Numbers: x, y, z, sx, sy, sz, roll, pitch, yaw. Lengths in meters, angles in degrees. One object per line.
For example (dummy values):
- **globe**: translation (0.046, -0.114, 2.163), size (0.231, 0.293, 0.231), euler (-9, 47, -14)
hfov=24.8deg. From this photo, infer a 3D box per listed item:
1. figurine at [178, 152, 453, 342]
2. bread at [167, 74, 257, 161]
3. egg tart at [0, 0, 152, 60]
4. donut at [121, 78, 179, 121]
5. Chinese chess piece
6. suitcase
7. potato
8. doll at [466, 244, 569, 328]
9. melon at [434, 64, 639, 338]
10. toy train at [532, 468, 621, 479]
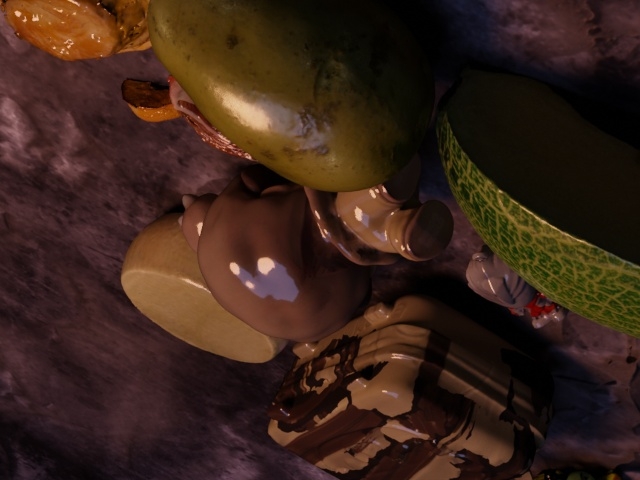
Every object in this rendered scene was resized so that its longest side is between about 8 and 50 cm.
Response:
- **figurine**: translation (0.001, -0.001, 1.687), size (0.248, 0.203, 0.381), euler (36, 147, -22)
- **bread**: translation (-0.092, -0.166, 1.643), size (0.160, 0.073, 0.160), euler (20, 151, 12)
- **egg tart**: translation (-0.266, -0.270, 1.587), size (0.241, 0.106, 0.241), euler (12, 148, 8)
- **donut**: translation (-0.195, -0.169, 1.753), size (0.083, 0.067, 0.038), euler (-13, 132, 2)
- **Chinese chess piece**: translation (-0.145, 0.065, 1.957), size (0.250, 0.101, 0.250), euler (22, 155, 11)
- **suitcase**: translation (0.141, 0.226, 1.929), size (0.339, 0.194, 0.351), euler (31, 149, -19)
- **potato**: translation (-0.024, -0.178, 1.451), size (0.304, 0.216, 0.216), euler (45, 145, -10)
- **doll**: translation (0.231, 0.053, 1.728), size (0.094, 0.079, 0.180), euler (-21, 139, 32)
- **melon**: translation (0.272, -0.032, 1.490), size (0.344, 0.226, 0.331), euler (17, -171, 12)
- **toy train**: translation (0.333, 0.402, 2.120), size (0.161, 0.100, 0.296), euler (37, 146, -13)
